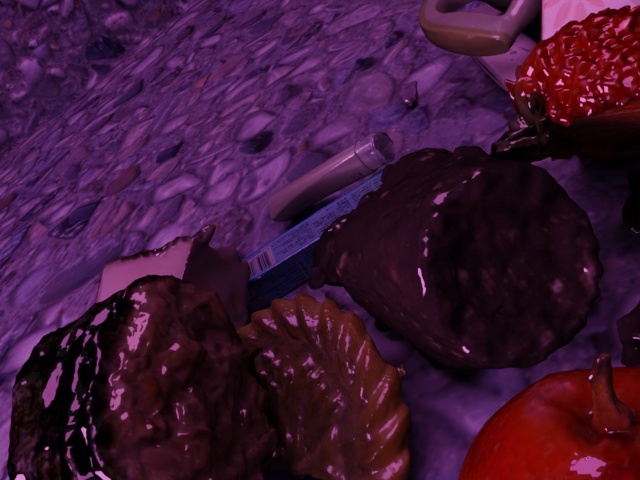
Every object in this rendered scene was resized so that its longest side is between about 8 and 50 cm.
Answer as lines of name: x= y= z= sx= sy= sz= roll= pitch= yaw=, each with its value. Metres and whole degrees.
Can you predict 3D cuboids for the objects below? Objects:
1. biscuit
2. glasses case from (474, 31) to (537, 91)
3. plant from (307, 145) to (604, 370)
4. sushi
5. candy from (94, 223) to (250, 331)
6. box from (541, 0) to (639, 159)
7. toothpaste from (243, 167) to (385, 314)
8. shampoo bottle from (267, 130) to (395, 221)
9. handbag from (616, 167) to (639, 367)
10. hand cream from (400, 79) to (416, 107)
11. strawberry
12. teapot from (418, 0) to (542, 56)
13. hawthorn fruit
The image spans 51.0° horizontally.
biscuit: x=-0.023 y=0.146 z=0.664 sx=0.273 sy=0.036 sz=0.187 roll=-1 pitch=81 yaw=44
glasses case: x=0.286 y=-0.278 z=1.016 sx=0.076 sy=0.049 sz=0.197 roll=-27 pitch=32 yaw=10
plant: x=0.121 y=0.021 z=0.648 sx=0.199 sy=0.188 sz=0.276 roll=-48 pitch=15 yaw=-10
sushi: x=-0.143 y=0.213 z=0.575 sx=0.171 sy=0.211 sz=0.350 roll=-19 pitch=59 yaw=23
candy: x=-0.183 y=0.101 z=0.826 sx=0.185 sy=0.137 sz=0.195 roll=-14 pitch=59 yaw=34
box: x=0.417 y=-0.304 z=0.687 sx=0.344 sy=0.122 sz=0.385 roll=-4 pitch=77 yaw=38
toothpaste: x=0.000 y=0.000 z=0.910 sx=0.267 sy=0.050 sz=0.065 roll=-33 pitch=30 yaw=3
shampoo bottle: x=0.012 y=-0.089 z=0.969 sx=0.212 sy=0.049 sz=0.072 roll=-28 pitch=-12 yaw=35
handbag: x=0.361 y=0.010 z=0.507 sx=0.257 sy=0.113 sz=0.285 roll=-11 pitch=39 yaw=33
hand cream: x=0.151 y=-0.251 z=1.135 sx=0.030 sy=0.019 sz=0.093 roll=-22 pitch=32 yaw=17
strawberry: x=0.276 y=-0.141 z=0.567 sx=0.286 sy=0.188 sz=0.106 roll=-11 pitch=84 yaw=32
teapot: x=0.304 y=-0.407 z=1.009 sx=0.239 sy=0.239 sz=0.321 roll=17 pitch=95 yaw=51
hawthorn fruit: x=0.172 y=0.148 z=0.397 sx=0.196 sy=0.225 sz=0.196 roll=-13 pitch=37 yaw=10
